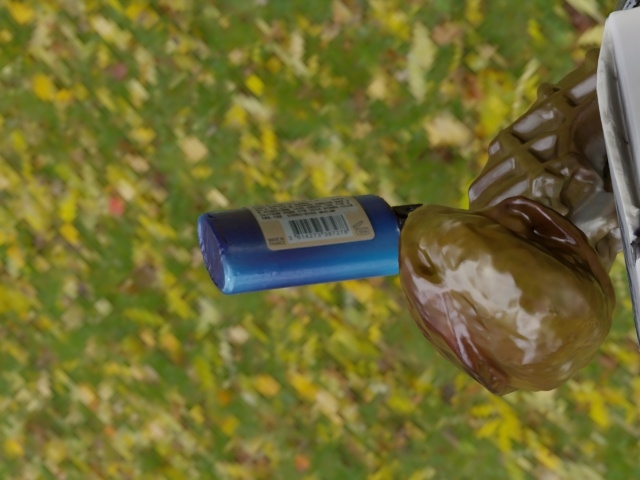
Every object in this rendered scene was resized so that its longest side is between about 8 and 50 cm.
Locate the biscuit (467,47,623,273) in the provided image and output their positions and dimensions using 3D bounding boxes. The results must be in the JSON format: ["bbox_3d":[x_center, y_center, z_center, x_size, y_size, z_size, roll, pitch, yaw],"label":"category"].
[{"bbox_3d":[0.294,-0.099,1.533,0.115,0.366,0.268,54,-167,-24],"label":"biscuit"}]

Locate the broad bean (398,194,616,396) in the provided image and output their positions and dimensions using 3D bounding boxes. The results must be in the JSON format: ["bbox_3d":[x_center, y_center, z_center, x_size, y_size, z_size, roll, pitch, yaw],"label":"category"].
[{"bbox_3d":[0.122,0.030,1.170,0.156,0.122,0.228,45,174,8],"label":"broad bean"}]

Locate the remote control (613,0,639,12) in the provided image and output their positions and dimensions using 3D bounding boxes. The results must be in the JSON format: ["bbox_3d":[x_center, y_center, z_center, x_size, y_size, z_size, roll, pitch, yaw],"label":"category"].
[{"bbox_3d":[0.412,-0.380,2.036,0.066,0.090,0.266,18,111,1],"label":"remote control"}]

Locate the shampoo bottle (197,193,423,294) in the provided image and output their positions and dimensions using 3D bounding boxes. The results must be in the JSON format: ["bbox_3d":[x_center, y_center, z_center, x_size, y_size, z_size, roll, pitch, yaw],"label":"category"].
[{"bbox_3d":[0.000,0.000,1.374,0.087,0.183,0.050,-120,29,-49],"label":"shampoo bottle"}]

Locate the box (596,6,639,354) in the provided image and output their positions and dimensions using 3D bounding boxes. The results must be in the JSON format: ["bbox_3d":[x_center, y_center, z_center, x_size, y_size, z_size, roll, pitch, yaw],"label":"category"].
[{"bbox_3d":[0.289,-0.023,0.737,0.333,0.145,0.173,-12,132,12],"label":"box"}]
